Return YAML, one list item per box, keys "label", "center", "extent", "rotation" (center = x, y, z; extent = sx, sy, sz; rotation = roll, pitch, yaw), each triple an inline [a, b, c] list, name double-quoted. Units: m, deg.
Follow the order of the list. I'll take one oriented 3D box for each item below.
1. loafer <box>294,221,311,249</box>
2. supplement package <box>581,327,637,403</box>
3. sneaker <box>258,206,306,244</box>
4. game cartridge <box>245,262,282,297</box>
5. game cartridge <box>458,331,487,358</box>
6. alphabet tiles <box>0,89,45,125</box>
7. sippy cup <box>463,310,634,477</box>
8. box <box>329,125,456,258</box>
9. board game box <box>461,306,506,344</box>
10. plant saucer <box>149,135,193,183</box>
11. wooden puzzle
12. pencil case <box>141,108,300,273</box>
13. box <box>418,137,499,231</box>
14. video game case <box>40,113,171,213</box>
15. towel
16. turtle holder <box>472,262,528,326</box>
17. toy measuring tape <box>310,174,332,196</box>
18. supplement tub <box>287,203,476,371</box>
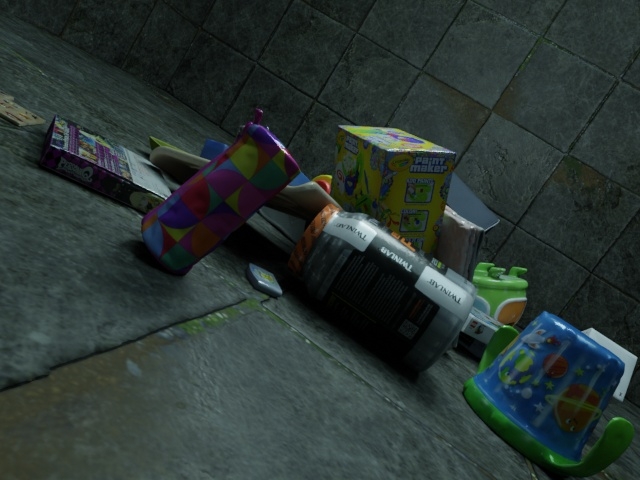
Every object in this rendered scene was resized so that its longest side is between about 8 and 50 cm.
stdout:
- label: "loafer"
  center: [0.000, 0.000, 1.212]
  extent: [0.078, 0.080, 0.220]
  rotation: [44, 31, -17]
- label: "supplement package"
  center: [0.684, 0.350, 1.333]
  extent: [0.139, 0.134, 0.244]
  rotation: [34, -24, 5]
- label: "sneaker"
  center: [-0.073, -0.068, 1.434]
  extent: [0.296, 0.105, 0.146]
  rotation: [45, 12, 32]
- label: "game cartridge"
  center: [-0.099, 0.066, 0.852]
  extent: [0.056, 0.017, 0.083]
  rotation: [24, 11, -26]
- label: "game cartridge"
  center: [0.418, 0.260, 1.520]
  extent: [0.294, 0.060, 0.196]
  rotation: [39, 14, 36]
- label: "alphabet tiles"
  center: [-0.618, -0.269, 0.875]
  extent: [0.237, 0.009, 0.198]
  rotation: [31, 8, -15]
- label: "sippy cup"
  center: [0.427, 0.266, 0.934]
  extent: [0.305, 0.224, 0.240]
  rotation: [38, 10, 36]
- label: "box"
  center: [0.152, -0.112, 1.210]
  extent: [0.176, 0.279, 0.290]
  rotation: [-1, 23, -19]
- label: "board game box"
  center: [0.463, 0.245, 1.412]
  extent: [0.305, 0.053, 0.193]
  rotation: [29, 9, -25]
- label: "plant saucer"
  center: [-0.331, -0.178, 1.277]
  extent: [0.188, 0.045, 0.188]
  rotation: [38, 10, 32]
- label: "wooden puzzle"
  center: [-0.125, -0.121, 1.053]
  extent: [0.347, 0.081, 0.322]
  rotation: [15, -5, 19]
- label: "pencil case"
  center: [-0.138, -0.062, 0.682]
  extent: [0.104, 0.236, 0.104]
  rotation: [46, 2, -2]
- label: "box"
  center: [0.270, -0.062, 1.457]
  extent: [0.343, 0.312, 0.178]
  rotation: [50, 41, 14]
- label: "video game case"
  center: [-0.370, -0.131, 0.877]
  extent: [0.210, 0.042, 0.232]
  rotation: [29, 9, -34]
- label: "towel"
  center: [0.271, 0.059, 1.255]
  extent: [0.053, 0.332, 0.317]
  rotation: [-4, 25, -21]
- label: "turtle holder"
  center: [0.520, 0.190, 1.677]
  extent: [0.320, 0.228, 0.243]
  rotation: [6, 3, 26]
- label: "toy measuring tape"
  center: [-0.027, -0.166, 1.500]
  extent: [0.330, 0.121, 0.121]
  rotation: [36, 9, 29]
- label: "supplement tub"
  center: [0.108, 0.079, 0.932]
  extent: [0.316, 0.194, 0.193]
  rotation: [34, 9, 8]
